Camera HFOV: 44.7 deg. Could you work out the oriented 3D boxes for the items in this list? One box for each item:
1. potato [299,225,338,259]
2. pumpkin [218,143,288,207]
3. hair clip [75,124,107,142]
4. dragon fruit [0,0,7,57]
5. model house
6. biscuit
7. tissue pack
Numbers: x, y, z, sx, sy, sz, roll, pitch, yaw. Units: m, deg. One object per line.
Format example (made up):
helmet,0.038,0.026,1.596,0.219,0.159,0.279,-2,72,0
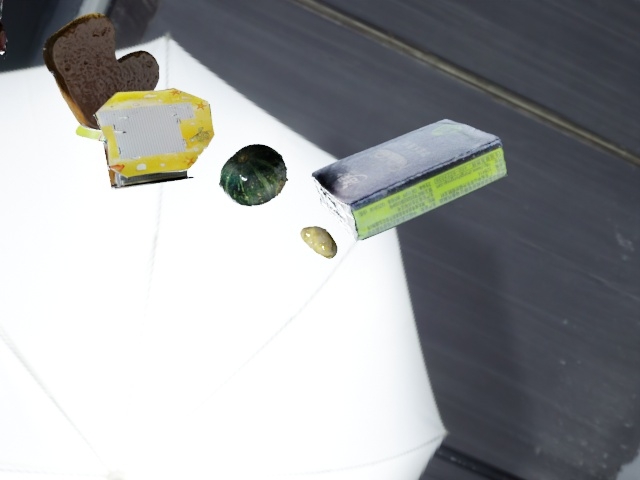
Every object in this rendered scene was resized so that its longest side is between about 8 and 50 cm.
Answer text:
potato,0.000,0.000,1.377,0.046,0.045,0.092,-45,44,-5
pumpkin,-0.182,-0.177,2.136,0.146,0.190,0.190,40,-111,-48
hair clip,-0.574,-0.287,2.085,0.033,0.189,0.060,62,-139,-69
dragon fruit,-0.645,-0.448,1.439,0.295,0.130,0.268,-58,37,38
model house,-0.311,-0.171,1.496,0.135,0.220,0.207,109,144,-54
biscuit,-0.505,-0.406,1.815,0.262,0.052,0.277,-54,-36,-29
tissue pack,0.205,-0.153,1.862,0.288,0.395,0.124,-133,22,-64
